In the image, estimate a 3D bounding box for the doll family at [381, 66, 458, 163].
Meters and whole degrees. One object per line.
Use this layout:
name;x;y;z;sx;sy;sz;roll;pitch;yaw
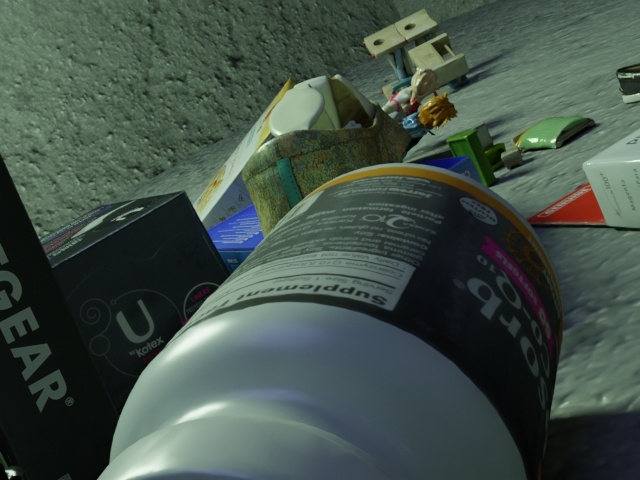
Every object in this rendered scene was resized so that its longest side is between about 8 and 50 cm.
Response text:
doll family;0.084;-0.123;1.325;0.263;0.118;0.163;-31;-5;-44

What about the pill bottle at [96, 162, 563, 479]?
pill bottle;0.011;0.078;0.442;0.162;0.162;0.278;-21;13;22

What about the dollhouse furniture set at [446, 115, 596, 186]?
dollhouse furniture set;0.204;-0.113;1.119;0.152;0.058;0.076;-31;13;-24

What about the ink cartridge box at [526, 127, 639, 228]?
ink cartridge box;0.312;-0.095;0.821;0.275;0.060;0.239;-30;14;-19

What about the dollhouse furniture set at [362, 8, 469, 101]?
dollhouse furniture set;0.176;-0.293;1.897;0.129;0.129;0.183;-26;41;0

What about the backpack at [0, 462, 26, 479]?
backpack;-0.172;0.178;0.375;0.144;0.166;0.188;-26;8;10

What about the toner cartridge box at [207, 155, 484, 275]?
toner cartridge box;0.000;0.000;1.015;0.165;0.075;0.348;-32;13;-23

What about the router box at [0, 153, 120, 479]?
router box;-0.273;0.035;0.802;0.081;0.309;0.243;-30;18;-29

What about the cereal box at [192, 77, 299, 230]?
cereal box;-0.097;-0.069;1.284;0.240;0.047;0.173;-50;14;21

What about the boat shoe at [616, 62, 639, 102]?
boat shoe;0.361;-0.175;1.109;0.046;0.038;0.125;-33;14;-31

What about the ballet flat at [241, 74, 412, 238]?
ballet flat;0.006;-0.076;0.866;0.123;0.123;0.348;-23;12;12

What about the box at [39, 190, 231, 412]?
box;-0.207;0.057;1.027;0.165;0.143;0.270;-33;13;-24
